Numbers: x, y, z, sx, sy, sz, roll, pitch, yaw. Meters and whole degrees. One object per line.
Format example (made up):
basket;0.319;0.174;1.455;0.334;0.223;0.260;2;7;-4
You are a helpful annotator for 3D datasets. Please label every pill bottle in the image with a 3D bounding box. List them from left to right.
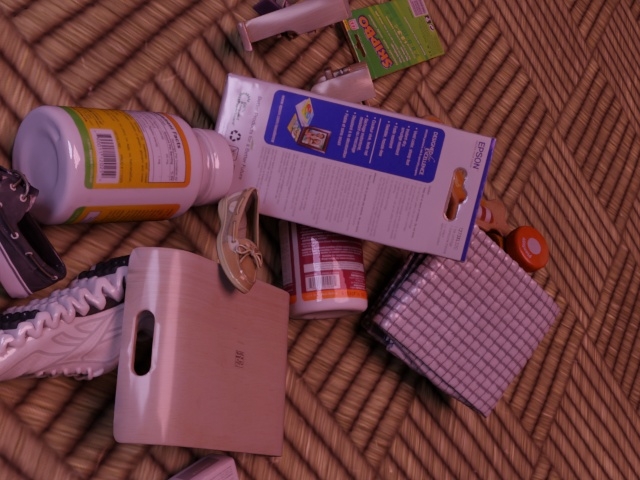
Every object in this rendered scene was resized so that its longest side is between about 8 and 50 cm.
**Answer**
pill bottle;-0.231;-0.090;1.084;0.246;0.136;0.136;-4;81;-46
pill bottle;0.000;0.000;1.304;0.121;0.121;0.221;7;73;-44

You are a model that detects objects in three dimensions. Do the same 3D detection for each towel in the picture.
towel;0.223;0.119;1.442;0.284;0.121;0.235;39;87;-26

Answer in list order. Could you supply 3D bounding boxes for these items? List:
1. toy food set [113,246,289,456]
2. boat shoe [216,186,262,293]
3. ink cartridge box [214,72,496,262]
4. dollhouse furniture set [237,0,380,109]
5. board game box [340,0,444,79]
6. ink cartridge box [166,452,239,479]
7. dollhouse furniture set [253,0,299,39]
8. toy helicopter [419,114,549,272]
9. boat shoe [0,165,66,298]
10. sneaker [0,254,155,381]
toy food set;-0.139;0.150;1.107;0.306;0.093;0.219;28;61;-57
boat shoe;-0.094;-0.003;1.100;0.056;0.048;0.153;46;25;-39
ink cartridge box;0.035;-0.098;1.209;0.069;0.371;0.175;-33;137;-85
dollhouse furniture set;-0.005;-0.234;1.336;0.212;0.161;0.242;-84;157;-75
board game box;0.127;-0.367;1.608;0.259;0.039;0.124;-29;98;-49
ink cartridge box;-0.158;0.401;1.083;0.181;0.056;0.224;-25;108;-47
dollhouse furniture set;-0.029;-0.391;1.401;0.091;0.114;0.081;34;51;-31
toy helicopter;0.235;-0.058;1.586;0.235;0.140;0.354;-14;78;-38
boat shoe;-0.333;-0.036;0.945;0.080;0.076;0.228;-113;-173;-58
sneaker;-0.286;0.113;0.997;0.292;0.110;0.118;-29;108;-46
